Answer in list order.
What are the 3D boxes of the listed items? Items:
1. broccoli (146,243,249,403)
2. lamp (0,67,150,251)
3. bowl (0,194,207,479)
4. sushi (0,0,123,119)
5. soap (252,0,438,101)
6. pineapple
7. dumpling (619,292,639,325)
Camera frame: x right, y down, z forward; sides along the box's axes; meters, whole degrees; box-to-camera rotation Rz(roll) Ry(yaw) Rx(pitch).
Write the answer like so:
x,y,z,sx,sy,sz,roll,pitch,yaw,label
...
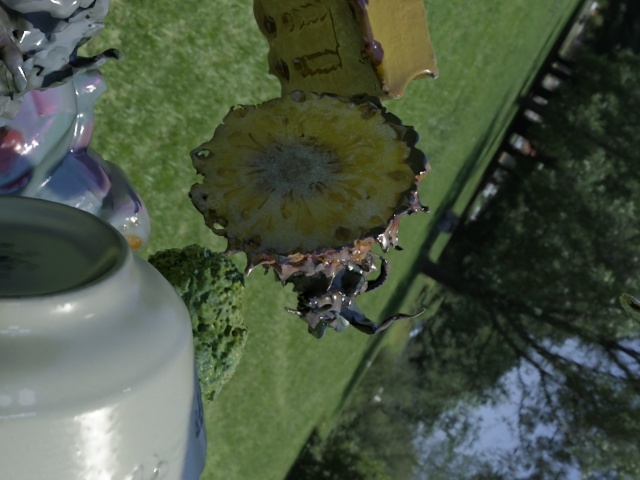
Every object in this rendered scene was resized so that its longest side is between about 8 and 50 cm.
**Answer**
x,y,z,sx,sy,sz,roll,pitch,yaw,label
-0.205,0.144,1.057,0.302,0.186,0.254,-25,-129,61,broccoli
-0.324,-0.101,0.839,0.247,0.247,0.301,-33,136,-6,lamp
-0.171,0.056,0.446,0.238,0.238,0.126,-44,149,-64,bowl
-0.276,-0.069,0.270,0.418,0.175,0.417,-19,-168,4,sushi
0.022,-0.305,1.103,0.143,0.259,0.281,-20,-167,-29,soap
0.000,0.000,0.965,0.262,0.262,0.271,-55,155,-30,pineapple
0.628,0.173,1.217,0.260,0.341,0.181,37,53,-57,dumpling
